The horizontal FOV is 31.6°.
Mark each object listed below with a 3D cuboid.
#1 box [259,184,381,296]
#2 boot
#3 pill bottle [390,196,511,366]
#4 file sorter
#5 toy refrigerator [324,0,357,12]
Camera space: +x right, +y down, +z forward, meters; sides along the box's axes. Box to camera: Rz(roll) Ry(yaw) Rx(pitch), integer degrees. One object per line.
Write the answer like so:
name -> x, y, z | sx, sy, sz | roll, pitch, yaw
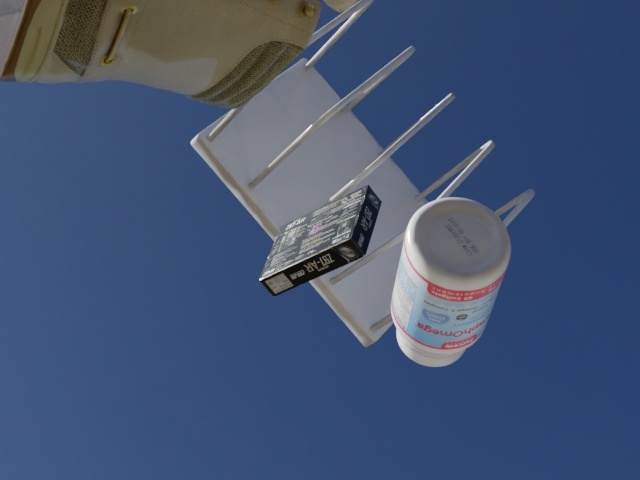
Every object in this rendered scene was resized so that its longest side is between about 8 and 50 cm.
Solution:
box -> 0.000, 0.000, 0.808 | 0.083, 0.067, 0.018 | -25, -64, 29
boot -> -0.063, -0.159, 0.580 | 0.165, 0.077, 0.213 | 5, -47, -38
pill bottle -> 0.106, 0.042, 0.964 | 0.087, 0.087, 0.160 | 7, -35, 1
file sorter -> 0.053, -0.075, 1.150 | 0.277, 0.193, 0.173 | 50, -40, -3
toy refrigerator -> -0.011, -0.290, 0.795 | 0.102, 0.269, 0.094 | -38, -41, 18
